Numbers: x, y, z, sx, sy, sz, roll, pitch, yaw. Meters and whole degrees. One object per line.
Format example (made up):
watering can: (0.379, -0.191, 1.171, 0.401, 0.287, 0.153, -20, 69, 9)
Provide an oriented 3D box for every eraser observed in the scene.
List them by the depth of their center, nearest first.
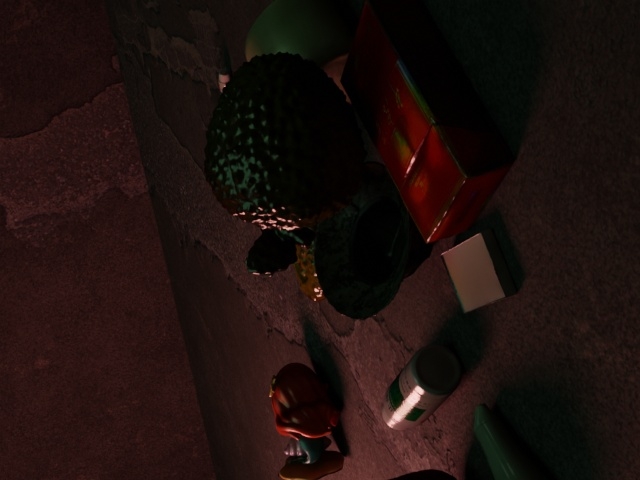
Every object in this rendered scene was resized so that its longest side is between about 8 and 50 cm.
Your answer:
eraser: (0.235, 0.048, 1.456, 0.104, 0.023, 0.150, 69, 160, 7)

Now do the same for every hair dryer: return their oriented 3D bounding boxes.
hair dryer: (0.305, 0.405, 1.559, 0.206, 0.075, 0.237, -118, 13, -46)

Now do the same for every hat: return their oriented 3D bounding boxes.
hat: (0.110, -0.001, 1.597, 0.265, 0.128, 0.266, 4, 95, 54)

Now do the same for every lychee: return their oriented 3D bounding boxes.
lychee: (-0.058, -0.130, 1.516, 0.320, 0.270, 0.270, 62, 163, -15)

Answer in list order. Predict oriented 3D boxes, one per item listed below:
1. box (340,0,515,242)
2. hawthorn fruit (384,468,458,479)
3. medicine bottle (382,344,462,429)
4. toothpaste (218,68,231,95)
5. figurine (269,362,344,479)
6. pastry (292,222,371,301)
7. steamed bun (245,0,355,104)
box: (0.144, -0.179, 1.410, 0.313, 0.089, 0.197, 63, 158, 21)
hawthorn fruit: (0.175, 0.560, 1.719, 0.311, 0.295, 0.295, 42, -176, -41)
medicine bottle: (0.172, 0.271, 1.722, 0.095, 0.095, 0.260, 64, 159, 22)
toothpaste: (-0.225, -0.326, 2.369, 0.218, 0.033, 0.052, 88, 160, -49)
figurine: (-0.032, 0.439, 2.340, 0.208, 0.180, 0.257, -48, -50, -66)
pastry: (0.000, 0.000, 1.889, 0.235, 0.132, 0.240, 66, 159, 13)
steamed bun: (-0.033, -0.302, 1.676, 0.250, 0.154, 0.200, 110, 138, -65)
